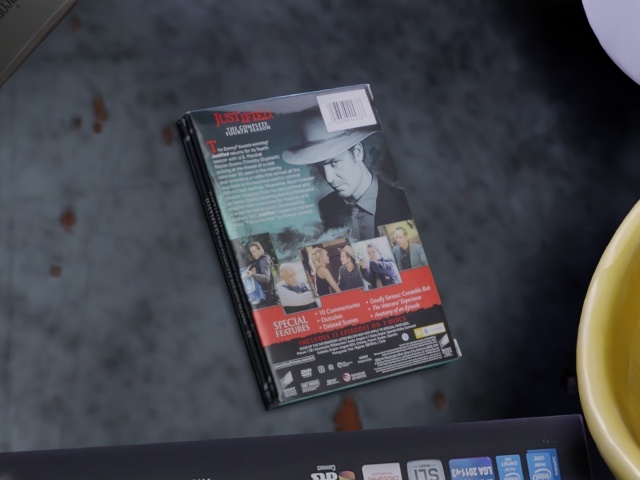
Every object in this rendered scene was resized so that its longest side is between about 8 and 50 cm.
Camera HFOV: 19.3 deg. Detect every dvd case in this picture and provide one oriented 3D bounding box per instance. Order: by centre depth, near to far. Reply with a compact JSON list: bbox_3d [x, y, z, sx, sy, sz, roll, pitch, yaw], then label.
[{"bbox_3d":[0.000,0.000,0.739,0.087,0.013,0.119,-12,80,-32],"label":"dvd case"}]

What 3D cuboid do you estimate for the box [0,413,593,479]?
[{"bbox_3d":[-0.034,0.188,0.612,0.308,0.076,0.242,0,72,-30],"label":"box"}]

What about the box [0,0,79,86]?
[{"bbox_3d":[-0.182,-0.180,0.646,0.275,0.113,0.094,40,57,-9],"label":"box"}]

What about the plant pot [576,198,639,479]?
[{"bbox_3d":[0.258,0.085,0.709,0.239,0.254,0.254,56,52,-33],"label":"plant pot"}]

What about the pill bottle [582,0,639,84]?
[{"bbox_3d":[0.216,-0.145,0.826,0.229,0.131,0.131,-32,89,-42],"label":"pill bottle"}]
